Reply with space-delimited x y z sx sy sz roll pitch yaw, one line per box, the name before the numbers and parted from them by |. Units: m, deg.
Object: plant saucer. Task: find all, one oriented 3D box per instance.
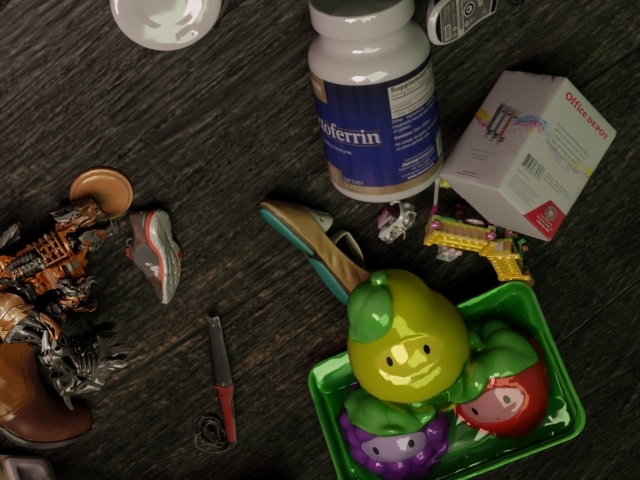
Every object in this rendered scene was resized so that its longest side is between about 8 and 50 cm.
plant saucer | -0.291 -0.060 1.629 0.083 0.013 0.083 -6 127 -8

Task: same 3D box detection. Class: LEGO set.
LEGO set | 0.227 -0.018 1.749 0.287 0.107 0.132 21 154 -30

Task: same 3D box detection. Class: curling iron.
curling iron | -0.159 0.223 1.854 0.068 0.035 0.274 -4 127 -11

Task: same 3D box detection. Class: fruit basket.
fruit basket | 0.160 0.203 1.746 0.392 0.283 0.392 -16 156 -7

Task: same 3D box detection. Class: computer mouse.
computer mouse | 0.190 -0.307 1.502 0.193 0.042 0.106 -34 139 -26

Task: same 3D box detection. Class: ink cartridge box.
ink cartridge box | 0.271 -0.115 1.606 0.128 0.127 0.176 39 80 -33

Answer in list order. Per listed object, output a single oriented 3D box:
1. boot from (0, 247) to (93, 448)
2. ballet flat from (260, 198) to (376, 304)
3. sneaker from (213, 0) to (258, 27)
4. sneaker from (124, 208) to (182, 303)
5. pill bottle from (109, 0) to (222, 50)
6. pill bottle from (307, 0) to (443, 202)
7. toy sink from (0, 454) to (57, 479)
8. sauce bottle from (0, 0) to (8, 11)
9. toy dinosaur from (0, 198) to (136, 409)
boot | -0.402 0.146 1.734 0.264 0.096 0.280 20 107 -23
ballet flat | 0.000 0.000 1.716 0.073 0.080 0.232 -49 129 -11
sneaker | -0.090 -0.327 1.455 0.188 0.067 0.078 -43 145 17
sneaker | -0.233 0.018 1.685 0.065 0.061 0.158 7 128 16
pill bottle | -0.177 -0.306 1.350 0.119 0.208 0.119 -6 127 -8
pill bottle | 0.067 -0.192 1.526 0.153 0.153 0.264 -14 127 -3
toy sink | -0.471 0.403 1.830 0.234 0.131 0.153 -41 151 20
sauce bottle | -0.393 -0.275 1.428 0.042 0.042 0.128 32 113 -30
toy dinosaur | -0.374 0.099 1.614 0.322 0.164 0.218 -42 114 15
